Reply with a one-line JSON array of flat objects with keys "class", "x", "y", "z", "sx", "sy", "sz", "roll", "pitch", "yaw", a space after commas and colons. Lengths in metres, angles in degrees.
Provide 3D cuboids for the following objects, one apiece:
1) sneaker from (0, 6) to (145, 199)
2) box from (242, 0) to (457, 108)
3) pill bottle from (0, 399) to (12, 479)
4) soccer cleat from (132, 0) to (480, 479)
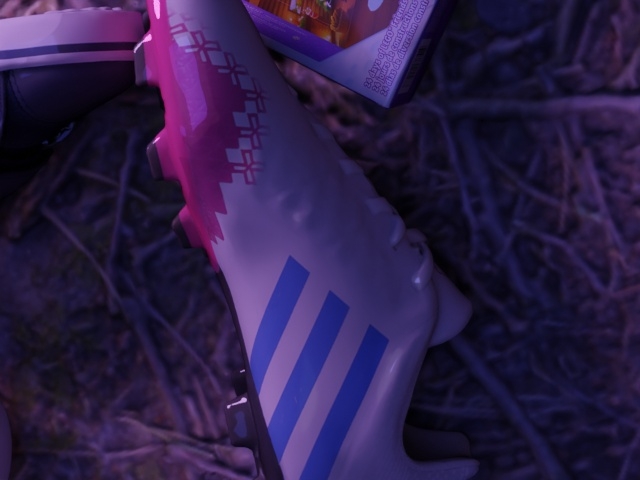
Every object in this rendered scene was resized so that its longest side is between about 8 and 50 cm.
[{"class": "sneaker", "x": -0.227, "y": -0.045, "z": 0.874, "sx": 0.321, "sy": 0.126, "sz": 0.127, "roll": -12, "pitch": 90, "yaw": 29}, {"class": "box", "x": 0.016, "y": -0.245, "z": 0.802, "sx": 0.201, "sy": 0.057, "sz": 0.293, "roll": 28, "pitch": 105, "yaw": 11}, {"class": "pill bottle", "x": -0.303, "y": 0.129, "z": 0.924, "sx": 0.215, "sy": 0.117, "sz": 0.117, "roll": -1, "pitch": 98, "yaw": 17}, {"class": "soccer cleat", "x": 0.000, "y": 0.000, "z": 0.811, "sx": 0.143, "sy": 0.116, "sz": 0.331, "roll": -13, "pitch": 109, "yaw": 3}]
